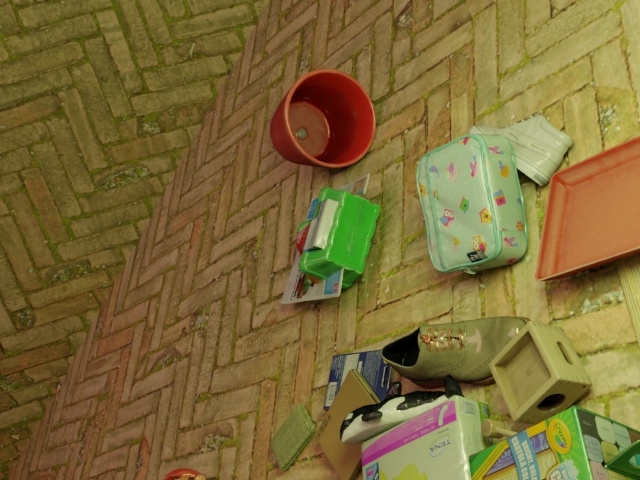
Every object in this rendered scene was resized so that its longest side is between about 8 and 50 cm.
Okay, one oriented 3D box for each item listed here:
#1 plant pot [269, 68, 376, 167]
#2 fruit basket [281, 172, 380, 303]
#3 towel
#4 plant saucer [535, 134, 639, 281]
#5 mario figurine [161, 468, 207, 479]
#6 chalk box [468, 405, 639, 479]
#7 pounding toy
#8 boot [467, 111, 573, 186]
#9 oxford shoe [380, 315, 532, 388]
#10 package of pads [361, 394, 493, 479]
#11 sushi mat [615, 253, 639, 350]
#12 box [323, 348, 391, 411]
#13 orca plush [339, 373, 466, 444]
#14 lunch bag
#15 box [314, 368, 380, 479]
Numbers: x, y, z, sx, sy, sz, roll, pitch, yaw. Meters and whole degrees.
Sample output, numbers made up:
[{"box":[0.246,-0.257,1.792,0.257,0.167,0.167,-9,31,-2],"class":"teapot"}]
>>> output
[{"box":[-0.014,-0.325,2.402,0.243,0.275,0.275,-8,61,67],"class":"plant pot"},{"box":[0.000,0.000,2.214,0.353,0.165,0.327,-9,61,59],"class":"fruit basket"},{"box":[-0.069,0.487,2.094,0.148,0.027,0.110,-56,32,14],"class":"towel"},{"box":[0.514,-0.054,1.517,0.258,0.048,0.259,-27,36,48],"class":"plant saucer"},{"box":[-0.349,0.712,2.218,0.198,0.170,0.320,-34,34,-16],"class":"mario figurine"},{"box":[0.396,0.379,1.283,0.289,0.180,0.179,-39,39,39],"class":"chalk box"},{"box":[0.374,0.281,1.489,0.206,0.094,0.181,-56,35,33],"class":"pounding toy"},{"box":[0.424,-0.216,1.787,0.123,0.095,0.258,-53,40,8],"class":"boot"},{"box":[0.261,0.216,1.666,0.348,0.130,0.123,-30,45,46],"class":"oxford shoe"},{"box":[0.201,0.456,1.613,0.296,0.101,0.229,-39,38,38],"class":"package of pads"},{"box":[0.567,0.074,1.400,0.151,0.019,0.316,-38,39,37],"class":"sushi mat"},{"box":[0.096,0.322,1.943,0.225,0.036,0.136,-18,54,52],"class":"box"},{"box":[0.157,0.324,1.723,0.287,0.151,0.102,-38,46,37],"class":"orca plush"},{"box":[0.304,-0.067,1.749,0.224,0.108,0.279,-19,75,52],"class":"lunch bag"},{"box":[0.067,0.414,1.885,0.164,0.021,0.201,50,120,49],"class":"box"}]
